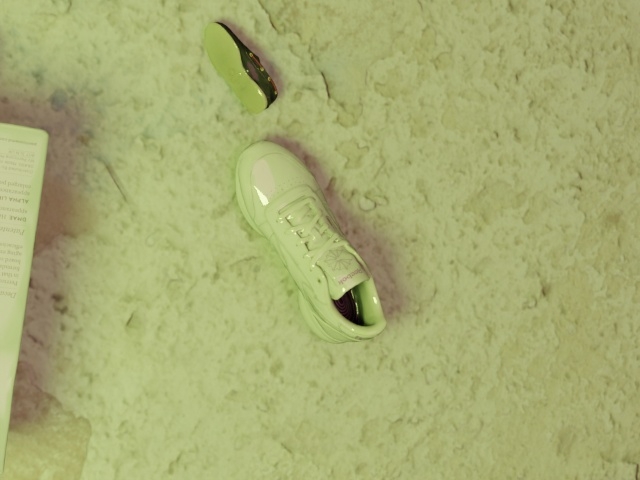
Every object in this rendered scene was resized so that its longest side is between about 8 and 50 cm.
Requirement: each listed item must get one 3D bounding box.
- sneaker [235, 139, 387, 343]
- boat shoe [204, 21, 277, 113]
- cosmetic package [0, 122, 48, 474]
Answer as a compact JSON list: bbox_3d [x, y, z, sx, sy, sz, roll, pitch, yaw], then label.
[{"bbox_3d":[0.000,0.000,1.715,0.114,0.152,0.305,-35,105,-19],"label":"sneaker"},{"bbox_3d":[-0.105,-0.230,1.719,0.133,0.049,0.042,56,41,-10],"label":"boat shoe"},{"bbox_3d":[-0.426,0.056,1.471,0.156,0.217,0.384,7,90,-26],"label":"cosmetic package"}]
